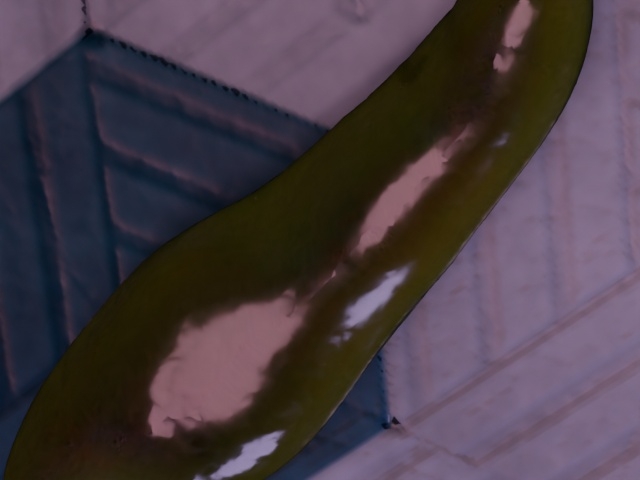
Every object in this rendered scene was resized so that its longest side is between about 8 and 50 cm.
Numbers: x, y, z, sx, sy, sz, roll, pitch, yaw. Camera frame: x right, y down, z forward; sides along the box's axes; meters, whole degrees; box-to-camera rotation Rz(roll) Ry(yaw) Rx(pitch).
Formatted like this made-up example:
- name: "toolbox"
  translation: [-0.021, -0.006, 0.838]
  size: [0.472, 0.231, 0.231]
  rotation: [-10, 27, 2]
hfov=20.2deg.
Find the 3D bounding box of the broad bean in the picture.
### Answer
- name: "broad bean"
  translation: [0.002, -0.002, 0.566]
  size: [0.075, 0.067, 0.325]
  rotation: [30, 111, -28]
